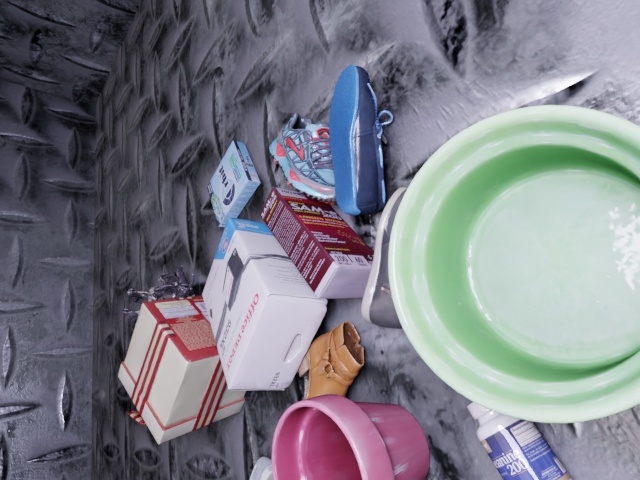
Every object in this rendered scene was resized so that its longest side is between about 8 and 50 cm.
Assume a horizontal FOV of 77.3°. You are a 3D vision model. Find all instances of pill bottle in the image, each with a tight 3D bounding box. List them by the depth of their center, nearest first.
[{"bbox_3d":[0.233,0.246,0.481,0.067,0.067,0.120,-52,50,32],"label":"pill bottle"}]

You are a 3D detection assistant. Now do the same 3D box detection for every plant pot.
[{"bbox_3d":[0.057,0.325,0.590,0.201,0.180,0.201,-9,78,48],"label":"plant pot"}]

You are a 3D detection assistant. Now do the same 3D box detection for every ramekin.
[{"bbox_3d":[0.238,0.024,0.440,0.304,0.148,0.303,-8,79,49],"label":"ramekin"}]

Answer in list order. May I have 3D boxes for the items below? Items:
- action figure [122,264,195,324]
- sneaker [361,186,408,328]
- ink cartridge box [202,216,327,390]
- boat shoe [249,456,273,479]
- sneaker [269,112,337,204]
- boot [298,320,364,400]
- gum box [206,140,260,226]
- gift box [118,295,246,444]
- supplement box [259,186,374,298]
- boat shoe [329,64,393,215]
[{"bbox_3d":[-0.485,0.180,1.278,0.276,0.141,0.163,-17,62,20],"label":"action figure"},{"bbox_3d":[0.148,0.031,0.615,0.118,0.083,0.221,11,87,31],"label":"sneaker"},{"bbox_3d":[-0.136,0.121,0.842,0.307,0.129,0.223,50,121,52],"label":"ink cartridge box"},{"bbox_3d":[-0.128,0.584,0.862,0.081,0.079,0.227,8,85,56],"label":"boat shoe"},{"bbox_3d":[-0.019,-0.173,0.799,0.125,0.104,0.262,-58,47,24],"label":"sneaker"},{"bbox_3d":[0.032,0.256,0.710,0.152,0.073,0.197,-48,53,34],"label":"boot"},{"bbox_3d":[-0.245,-0.153,1.104,0.184,0.041,0.156,-48,52,33],"label":"gum box"},{"bbox_3d":[-0.319,0.293,0.983,0.276,0.255,0.258,36,111,39],"label":"gift box"},{"bbox_3d":[0.000,0.000,0.734,0.239,0.130,0.073,50,121,39],"label":"supplement box"},{"bbox_3d":[0.070,-0.173,0.712,0.109,0.089,0.258,6,95,62],"label":"boat shoe"}]
